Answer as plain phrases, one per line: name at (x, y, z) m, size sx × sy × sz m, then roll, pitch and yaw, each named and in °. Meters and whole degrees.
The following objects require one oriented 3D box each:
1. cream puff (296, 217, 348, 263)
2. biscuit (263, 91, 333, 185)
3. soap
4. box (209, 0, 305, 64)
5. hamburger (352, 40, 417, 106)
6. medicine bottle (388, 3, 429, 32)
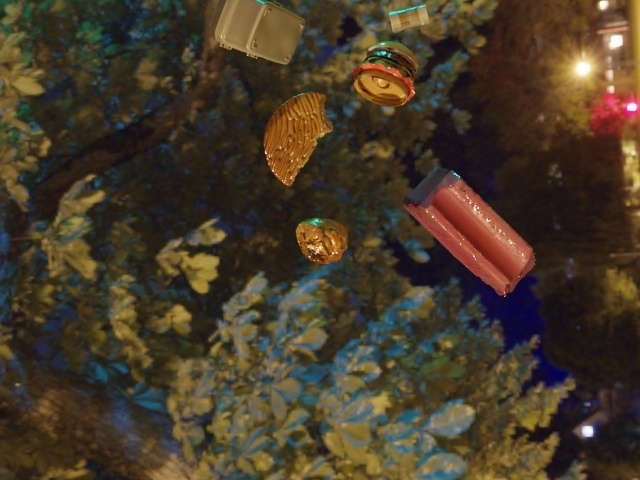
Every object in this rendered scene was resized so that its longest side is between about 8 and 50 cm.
cream puff at (0.000, 0.000, 1.954) m, size 0.104 × 0.133 × 0.119 m, roll -61°, pitch 12°, yaw -20°
biscuit at (-0.056, -0.249, 1.984) m, size 0.031 × 0.176 × 0.229 m, roll -7°, pitch -83°, yaw -74°
soap at (0.275, -0.015, 1.424) m, size 0.250 × 0.099 × 0.162 m, roll 43°, pitch 177°, yaw -7°
box at (-0.145, -0.496, 1.866) m, size 0.210 × 0.129 × 0.148 m, roll -1°, pitch -61°, yaw -61°
hamburger at (0.179, -0.442, 2.094) m, size 0.137 × 0.175 × 0.175 m, roll -67°, pitch -29°, yaw -15°
medicine bottle at (0.197, -0.494, 1.783) m, size 0.047 × 0.083 × 0.047 m, roll -13°, pitch -90°, yaw -82°
